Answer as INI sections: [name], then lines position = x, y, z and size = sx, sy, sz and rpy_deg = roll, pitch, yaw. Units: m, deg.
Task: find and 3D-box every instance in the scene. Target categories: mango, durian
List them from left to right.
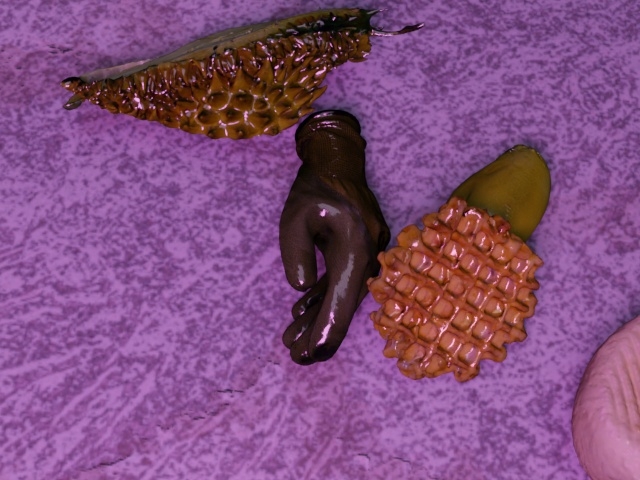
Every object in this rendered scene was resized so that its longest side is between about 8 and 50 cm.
[durian]
position = -0.075, -0.165, 1.139
size = 0.375, 0.132, 0.107
rpy_deg = -14, 112, -14
[mango]
position = 0.180, -0.036, 1.137
size = 0.091, 0.074, 0.165
rpy_deg = 32, 68, 7

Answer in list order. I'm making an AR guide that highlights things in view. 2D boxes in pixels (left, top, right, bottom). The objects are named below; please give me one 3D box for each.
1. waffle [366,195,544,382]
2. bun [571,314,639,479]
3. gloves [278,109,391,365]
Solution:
[waffle]
position = 0.128, 0.052, 1.062
size = 0.191, 0.038, 0.191
rpy_deg = -8, 109, -23
[bun]
position = 0.354, 0.181, 1.022
size = 0.243, 0.153, 0.244
rpy_deg = -8, 50, 9
[gloves]
position = 0.011, -0.007, 1.086
size = 0.107, 0.135, 0.268
rpy_deg = -12, 59, 34
